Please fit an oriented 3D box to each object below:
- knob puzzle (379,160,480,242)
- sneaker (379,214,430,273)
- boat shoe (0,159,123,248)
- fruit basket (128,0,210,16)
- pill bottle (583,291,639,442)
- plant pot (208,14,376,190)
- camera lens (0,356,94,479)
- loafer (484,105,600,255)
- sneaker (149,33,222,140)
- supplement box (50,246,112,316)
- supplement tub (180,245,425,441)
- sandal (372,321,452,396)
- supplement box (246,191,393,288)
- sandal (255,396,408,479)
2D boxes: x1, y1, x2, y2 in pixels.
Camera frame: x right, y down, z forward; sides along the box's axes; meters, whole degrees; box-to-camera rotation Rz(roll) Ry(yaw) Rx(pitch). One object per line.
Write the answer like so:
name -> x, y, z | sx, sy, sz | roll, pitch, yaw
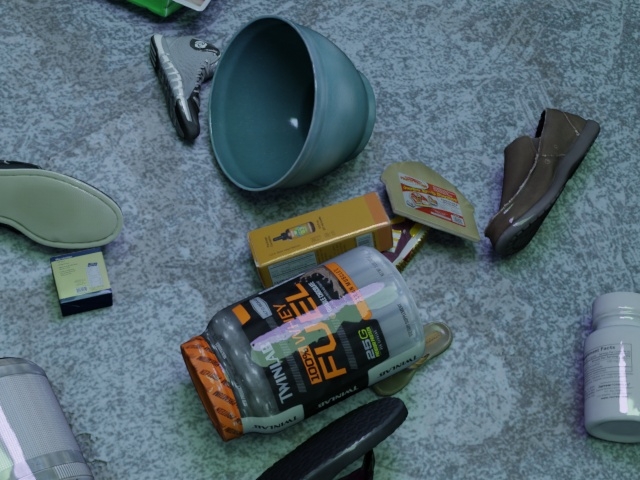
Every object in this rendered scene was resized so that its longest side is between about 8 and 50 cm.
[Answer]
knob puzzle -> 0.187, -0.076, 1.762 | 0.213, 0.030, 0.213 | 21, 33, -15
sneaker -> 0.111, 0.019, 1.712 | 0.084, 0.069, 0.185 | 34, 55, 16
boat shoe -> -0.481, -0.069, 1.613 | 0.340, 0.127, 0.113 | 5, 18, 0
fruit basket -> -0.301, -0.606, 1.893 | 0.327, 0.165, 0.353 | 25, 58, 2
pill bottle -> 0.506, 0.209, 1.649 | 0.131, 0.131, 0.229 | 11, 62, -5
plant pot -> -0.031, -0.225, 1.706 | 0.196, 0.293, 0.293 | 3, 59, -41
camera lens -> -0.441, 0.315, 1.358 | 0.219, 0.219, 0.274 | -23, 70, -21
loafer -> 0.379, -0.114, 1.803 | 0.130, 0.134, 0.366 | 33, 52, 11
sneaker -> -0.219, -0.290, 1.791 | 0.132, 0.086, 0.228 | -13, 65, -19
supplement box -> -0.384, 0.066, 1.589 | 0.083, 0.056, 0.083 | -12, 66, -17
supplement tub -> -0.028, 0.161, 1.516 | 0.338, 0.207, 0.207 | -25, 70, -15
sandal -> 0.151, 0.186, 1.637 | 0.180, 0.049, 0.072 | -33, 73, -24
supplement box -> 0.000, 0.000, 1.654 | 0.233, 0.080, 0.078 | -16, 53, -5
sandal -> -0.037, 0.395, 1.455 | 0.446, 0.167, 0.107 | -38, 101, -18
